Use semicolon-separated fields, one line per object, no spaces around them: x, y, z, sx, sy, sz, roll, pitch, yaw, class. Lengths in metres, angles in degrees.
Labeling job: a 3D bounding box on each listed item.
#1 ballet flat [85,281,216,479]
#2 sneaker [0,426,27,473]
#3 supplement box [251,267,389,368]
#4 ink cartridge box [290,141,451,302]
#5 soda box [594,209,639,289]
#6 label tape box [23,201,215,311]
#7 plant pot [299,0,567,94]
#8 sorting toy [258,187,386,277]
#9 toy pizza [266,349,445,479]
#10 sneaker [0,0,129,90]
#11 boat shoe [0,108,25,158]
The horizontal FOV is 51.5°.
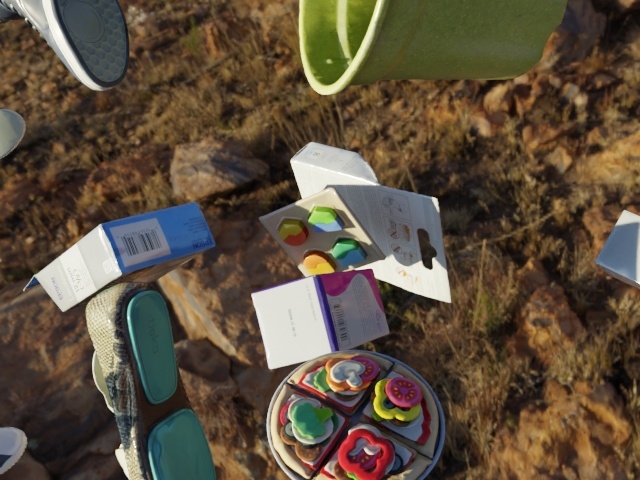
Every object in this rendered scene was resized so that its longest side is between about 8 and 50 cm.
-0.322;0.315;1.222;0.182;0.483;0.164;-13;4;33;ballet flat
-0.625;0.337;1.093;0.234;0.153;0.094;-5;51;-2;sneaker
0.008;0.111;0.991;0.113;0.220;0.111;-17;82;25;supplement box
0.132;-0.045;1.502;0.385;0.308;0.091;19;51;35;ink cartridge box
0.557;0.061;0.957;0.286;0.091;0.098;34;97;42;soda box
-0.428;0.052;1.401;0.347;0.115;0.249;-30;-6;38;label tape box
0.137;-0.297;0.787;0.253;0.276;0.276;3;38;-21;plant pot
0.000;0.000;1.328;0.208;0.193;0.038;-18;32;36;sorting toy
0.040;0.197;0.745;0.201;0.032;0.201;-1;41;1;toy pizza
-0.301;-0.240;0.709;0.163;0.226;0.086;-23;3;39;sneaker
-0.609;-0.160;1.170;0.227;0.079;0.081;-34;19;10;boat shoe
